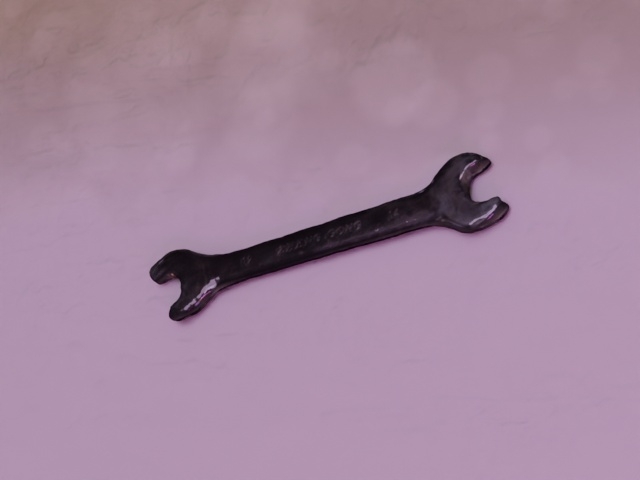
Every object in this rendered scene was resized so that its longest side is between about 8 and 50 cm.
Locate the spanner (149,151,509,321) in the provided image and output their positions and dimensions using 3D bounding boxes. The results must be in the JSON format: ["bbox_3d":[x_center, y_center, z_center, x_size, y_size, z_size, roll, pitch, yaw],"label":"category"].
[{"bbox_3d":[0.000,0.000,1.162,0.254,0.015,0.054,-17,65,24],"label":"spanner"}]
